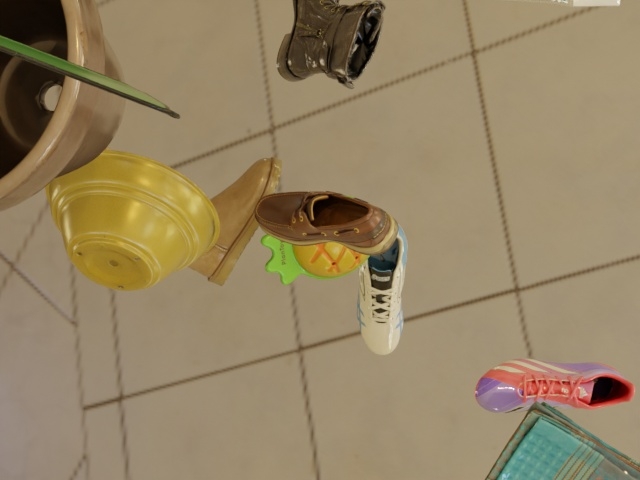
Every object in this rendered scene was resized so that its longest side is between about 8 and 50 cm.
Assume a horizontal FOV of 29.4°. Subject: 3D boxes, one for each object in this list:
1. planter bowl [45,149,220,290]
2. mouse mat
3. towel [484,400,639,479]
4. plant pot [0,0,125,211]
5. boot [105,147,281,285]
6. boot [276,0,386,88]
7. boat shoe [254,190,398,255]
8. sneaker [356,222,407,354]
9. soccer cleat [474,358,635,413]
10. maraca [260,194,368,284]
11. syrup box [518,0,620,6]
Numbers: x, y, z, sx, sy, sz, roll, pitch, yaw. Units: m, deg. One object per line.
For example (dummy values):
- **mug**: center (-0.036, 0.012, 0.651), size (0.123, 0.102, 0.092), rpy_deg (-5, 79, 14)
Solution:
- **planter bowl**: center (-0.235, -0.003, 1.445), size (0.217, 0.217, 0.090), rpy_deg (-12, 48, 31)
- **mouse mat**: center (-0.159, -0.102, 0.668), size (0.007, 0.152, 0.189), rpy_deg (-68, 18, 6)
- **towel**: center (0.315, 0.437, 1.659), size (0.271, 0.040, 0.370), rpy_deg (31, 107, 6)
- **plant pot**: center (-0.283, -0.142, 1.087), size (0.263, 0.229, 0.263), rpy_deg (-1, 86, 15)
- **boot**: center (-0.222, -0.074, 1.867), size (0.236, 0.269, 0.089), rpy_deg (-61, 15, 8)
- **boot**: center (0.036, -0.367, 1.992), size (0.229, 0.091, 0.263), rpy_deg (6, 80, 58)
- **boat shoe**: center (-0.001, -0.030, 1.333), size (0.178, 0.060, 0.064), rpy_deg (10, 66, 34)
- **sneaker**: center (0.099, 0.081, 2.036), size (0.085, 0.086, 0.237), rpy_deg (4, 103, 12)
- **soccer cleat**: center (0.355, 0.223, 1.843), size (0.095, 0.248, 0.083), rpy_deg (-170, 82, -68)
- **maraca**: center (0.000, 0.000, 1.806), size (0.099, 0.185, 0.127), rpy_deg (-159, 57, -64)
- **syrup box**: center (0.341, -0.405, 1.828), size (0.237, 0.096, 0.093), rpy_deg (26, 118, 58)
